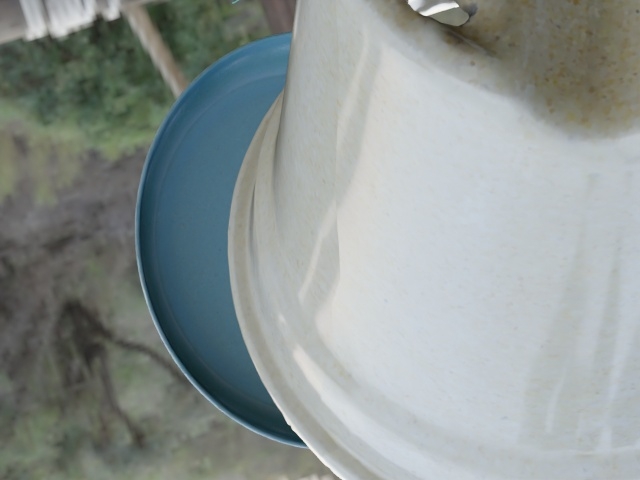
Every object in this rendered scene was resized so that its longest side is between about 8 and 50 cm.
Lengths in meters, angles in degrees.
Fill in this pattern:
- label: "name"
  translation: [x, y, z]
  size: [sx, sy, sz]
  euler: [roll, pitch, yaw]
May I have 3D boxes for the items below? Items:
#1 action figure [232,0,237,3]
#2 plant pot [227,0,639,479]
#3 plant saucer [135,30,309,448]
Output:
- label: "action figure"
  translation: [0.047, -0.241, 1.043]
  size: [0.232, 0.063, 0.137]
  euler: [-23, -157, 22]
- label: "plant pot"
  translation: [0.112, -0.068, 0.670]
  size: [0.333, 0.334, 0.305]
  euler: [-19, 153, -7]
- label: "plant saucer"
  translation: [0.000, 0.000, 1.179]
  size: [0.317, 0.318, 0.043]
  euler: [-15, -179, -29]
